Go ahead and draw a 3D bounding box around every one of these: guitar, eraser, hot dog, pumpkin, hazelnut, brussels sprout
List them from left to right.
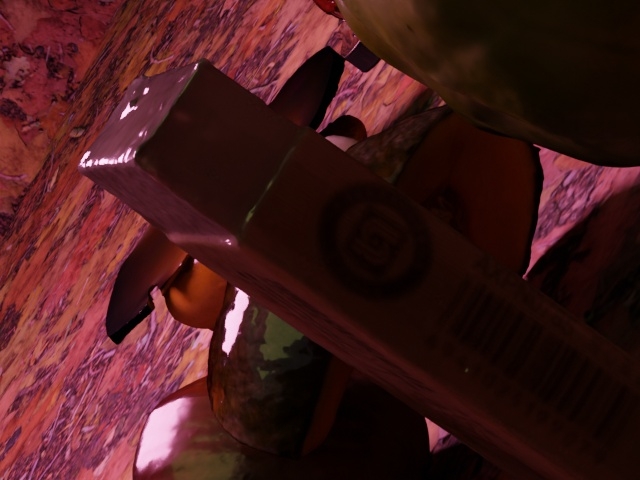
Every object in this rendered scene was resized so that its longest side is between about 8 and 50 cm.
[{"bbox_3d":[-0.059,-0.013,1.813,0.326,0.107,0.194,-40,27,31],"label":"hot dog"},{"bbox_3d":[-0.032,0.161,1.274,0.210,0.186,0.210,-59,-12,-20],"label":"hazelnut"},{"bbox_3d":[0.015,-0.006,1.240,0.148,0.169,0.312,10,28,28],"label":"pumpkin"},{"bbox_3d":[0.037,-0.251,2.088,0.084,0.038,0.271,-53,20,10],"label":"guitar"},{"bbox_3d":[0.034,0.028,1.058,0.078,0.343,0.144,-58,18,-11],"label":"eraser"},{"bbox_3d":[0.151,-0.181,1.174,0.247,0.328,0.328,-43,21,34],"label":"brussels sprout"}]

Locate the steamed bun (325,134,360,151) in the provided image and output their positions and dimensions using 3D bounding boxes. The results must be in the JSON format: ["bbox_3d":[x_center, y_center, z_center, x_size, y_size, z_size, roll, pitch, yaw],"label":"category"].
[{"bbox_3d":[0.000,0.000,1.623,0.183,0.106,0.183,-51,20,26],"label":"steamed bun"}]

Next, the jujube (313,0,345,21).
[{"bbox_3d":[0.083,-0.315,1.876,0.243,0.183,0.183,-33,27,33],"label":"jujube"}]
